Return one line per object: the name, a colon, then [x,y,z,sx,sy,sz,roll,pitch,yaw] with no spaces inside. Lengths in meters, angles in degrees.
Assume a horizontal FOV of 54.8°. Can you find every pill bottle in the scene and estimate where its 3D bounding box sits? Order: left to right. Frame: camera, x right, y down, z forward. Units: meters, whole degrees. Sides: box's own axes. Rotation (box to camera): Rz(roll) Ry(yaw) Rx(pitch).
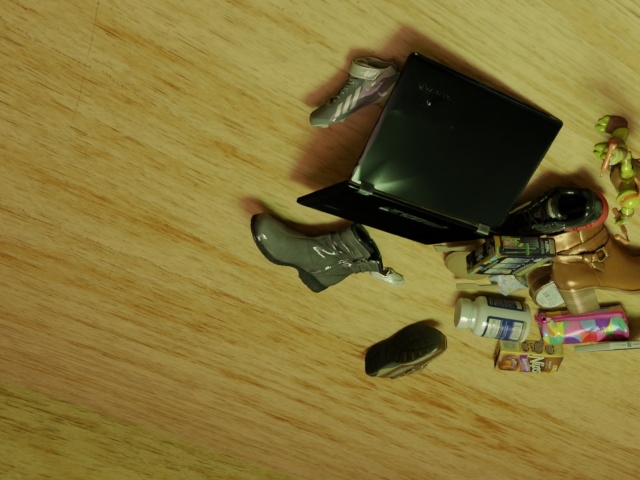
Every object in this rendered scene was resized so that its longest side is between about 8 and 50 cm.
pill bottle: [0.468,0.212,1.692,0.186,0.112,0.112,9,140,1]

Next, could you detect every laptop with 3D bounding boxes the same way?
laptop: [0.218,-0.160,1.334,0.381,0.237,0.408,17,168,-23]

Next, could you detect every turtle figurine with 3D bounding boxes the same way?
turtle figurine: [0.577,-0.141,1.180,0.087,0.217,0.270,-14,134,25]

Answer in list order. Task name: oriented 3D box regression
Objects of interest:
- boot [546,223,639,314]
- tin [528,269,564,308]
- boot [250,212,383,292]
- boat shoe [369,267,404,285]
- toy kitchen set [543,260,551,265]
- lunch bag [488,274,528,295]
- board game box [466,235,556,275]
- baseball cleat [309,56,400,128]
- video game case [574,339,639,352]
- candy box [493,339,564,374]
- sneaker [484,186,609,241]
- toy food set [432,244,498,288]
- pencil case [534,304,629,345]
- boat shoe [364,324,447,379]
boot: [0.676,0.026,1.459,0.283,0.109,0.220,-22,105,4]
tin: [0.625,0.109,1.570,0.189,0.040,0.106,-35,129,22]
boot: [0.000,0.000,1.552,0.222,0.118,0.338,-22,142,28]
boat shoe: [0.184,0.093,1.669,0.100,0.035,0.035,21,141,-4]
toy kitchen set: [0.524,0.037,1.518,0.075,0.083,0.068,-11,94,21]
lunch bag: [0.488,0.100,1.606,0.083,0.053,0.071,28,139,-35]
board game box: [0.426,0.036,1.396,0.140,0.048,0.170,1,163,-8]
baseball cleat: [0.058,-0.299,1.221,0.205,0.072,0.109,-19,125,17]
video game case: [0.825,0.290,1.698,0.173,0.022,0.190,-2,168,-7]
candy box: [0.629,0.352,1.872,0.186,0.053,0.109,2,138,6]
sneaker: [0.487,-0.054,1.366,0.275,0.098,0.135,-16,162,25]
toy food set: [0.374,0.056,1.566,0.132,0.039,0.192,-2,142,33]
pencil case: [0.710,0.233,1.684,0.236,0.105,0.104,-8,137,16]
boat shoe: [0.273,0.351,1.899,0.119,0.123,0.324,26,145,-26]
